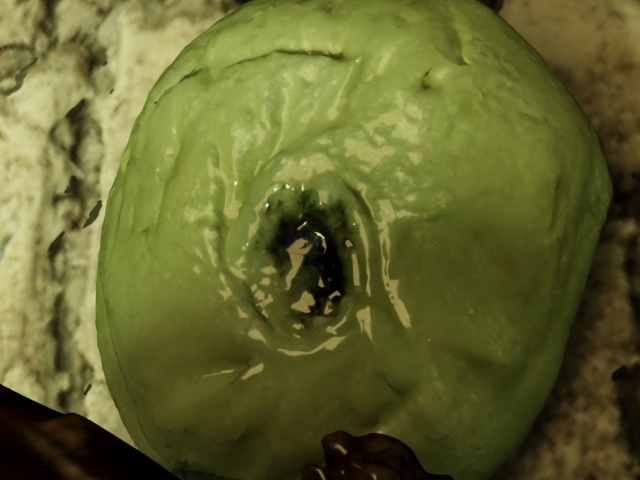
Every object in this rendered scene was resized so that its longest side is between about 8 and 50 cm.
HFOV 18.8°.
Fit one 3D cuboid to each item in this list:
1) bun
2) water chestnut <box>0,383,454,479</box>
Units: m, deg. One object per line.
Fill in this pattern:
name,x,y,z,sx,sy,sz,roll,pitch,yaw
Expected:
bun,0.001,-0.003,0.740,0.221,0.108,0.221,-12,67,29
water chestnut,-0.065,0.172,0.599,0.302,0.350,0.350,-44,51,-17
